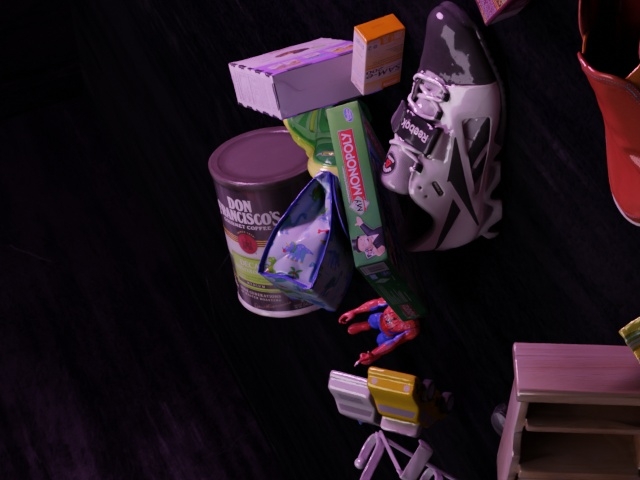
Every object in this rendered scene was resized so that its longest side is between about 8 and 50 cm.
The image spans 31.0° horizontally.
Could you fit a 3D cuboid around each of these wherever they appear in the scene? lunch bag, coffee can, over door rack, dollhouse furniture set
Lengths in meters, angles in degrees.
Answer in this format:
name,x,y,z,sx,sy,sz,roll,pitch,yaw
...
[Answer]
name,x,y,z,sx,sy,sz,roll,pitch,yaw
lunch bag,0.000,0.000,1.458,0.096,0.151,0.129,15,167,19
coffee can,-0.071,-0.033,2.027,0.201,0.201,0.275,44,151,53
over door rack,0.181,0.379,1.672,0.239,0.108,0.324,29,170,-5
dollhouse furniture set,0.283,0.338,1.186,0.256,0.362,0.394,88,-176,-50

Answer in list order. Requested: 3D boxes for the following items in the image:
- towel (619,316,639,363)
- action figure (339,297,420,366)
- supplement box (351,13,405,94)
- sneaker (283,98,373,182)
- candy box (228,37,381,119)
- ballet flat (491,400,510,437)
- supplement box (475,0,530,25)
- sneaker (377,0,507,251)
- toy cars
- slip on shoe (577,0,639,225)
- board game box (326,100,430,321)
name,x,y,z,sx,sy,sz,roll,pitch,yaw
towel,0.388,0.166,1.121,0.102,0.021,0.237,-42,67,38
action figure,0.078,0.157,1.921,0.091,0.139,0.280,66,160,10
supplement box,0.078,-0.252,1.569,0.036,0.062,0.098,55,158,33
sneaker,0.028,-0.170,1.778,0.123,0.109,0.295,-54,29,16
candy box,-0.025,-0.243,1.711,0.196,0.164,0.070,-150,44,-64
ballet flat,0.296,0.301,1.605,0.057,0.049,0.173,-33,84,49
supplement box,0.198,-0.272,1.225,0.055,0.043,0.083,67,161,5
sneaker,0.140,-0.121,1.406,0.122,0.146,0.331,-134,30,-53
toy cars,0.105,0.271,1.884,0.393,0.176,0.087,153,136,-73
slip on shoe,0.278,-0.153,1.032,0.123,0.101,0.331,44,151,49
board game box,0.082,-0.028,1.553,0.317,0.046,0.214,49,-152,-68
